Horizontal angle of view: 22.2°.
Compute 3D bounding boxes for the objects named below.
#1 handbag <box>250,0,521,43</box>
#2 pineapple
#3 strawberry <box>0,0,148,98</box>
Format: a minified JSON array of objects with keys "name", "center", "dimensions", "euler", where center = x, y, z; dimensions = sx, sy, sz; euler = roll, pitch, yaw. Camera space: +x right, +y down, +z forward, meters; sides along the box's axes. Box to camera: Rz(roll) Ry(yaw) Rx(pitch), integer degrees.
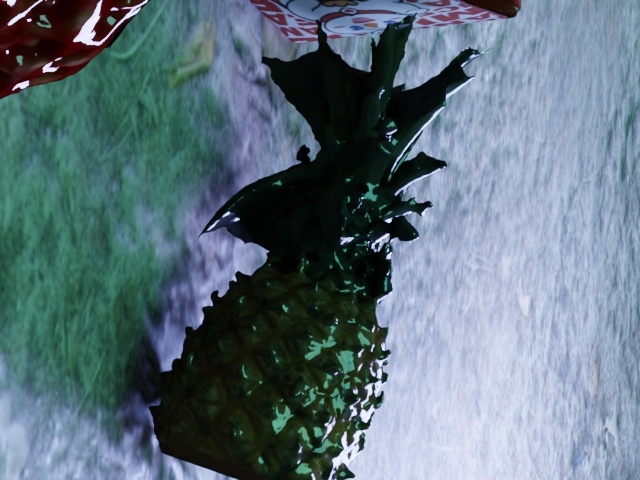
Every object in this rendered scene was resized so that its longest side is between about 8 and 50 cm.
[{"name":"handbag","center":[0.036,-0.225,1.184],"dimensions":[0.298,0.171,0.151],"euler":[39,61,-58]},{"name":"pineapple","center":[-0.002,0.001,1.167],"dimensions":[0.165,0.165,0.364],"euler":[43,61,-59]},{"name":"strawberry","center":[-0.181,-0.198,0.636],"dimensions":[0.310,0.292,0.291],"euler":[-24,118,-75]}]
